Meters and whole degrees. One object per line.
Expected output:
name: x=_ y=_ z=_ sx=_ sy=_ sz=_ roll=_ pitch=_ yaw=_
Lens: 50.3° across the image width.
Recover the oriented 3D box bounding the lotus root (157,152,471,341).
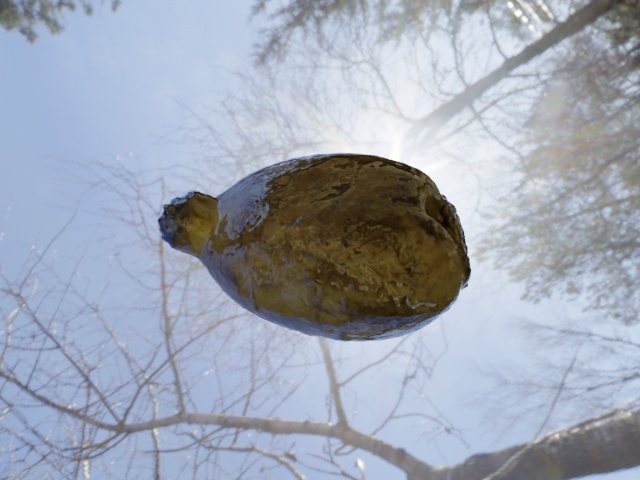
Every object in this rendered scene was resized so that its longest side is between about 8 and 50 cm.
lotus root: x=0.000 y=0.000 z=0.468 sx=0.213 sy=0.138 sz=0.138 roll=8 pitch=-137 yaw=0
